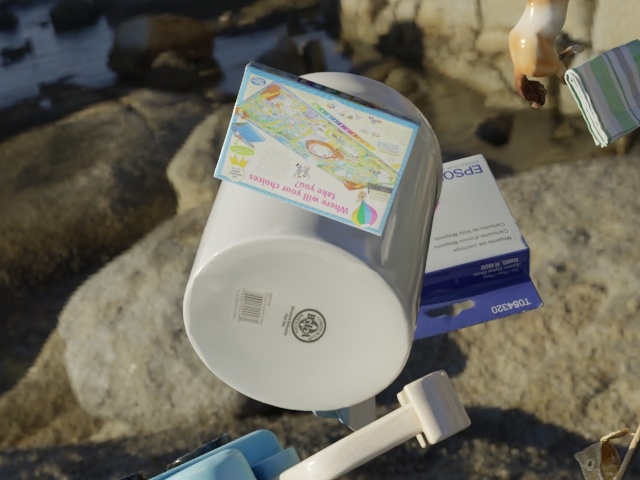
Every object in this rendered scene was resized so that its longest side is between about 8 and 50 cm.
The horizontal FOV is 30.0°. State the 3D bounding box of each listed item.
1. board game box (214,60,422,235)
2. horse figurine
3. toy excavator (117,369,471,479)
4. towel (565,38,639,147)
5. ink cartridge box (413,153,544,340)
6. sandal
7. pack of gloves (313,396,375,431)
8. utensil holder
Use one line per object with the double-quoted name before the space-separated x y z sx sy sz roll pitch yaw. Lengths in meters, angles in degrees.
"board game box" -0.003 -0.078 1.015 0.154 0.103 0.026 20 19 2
"horse figurine" 0.313 -0.295 1.606 0.174 0.263 0.066 -2 26 -34
"toy excavator" -0.062 0.335 1.555 0.432 0.222 0.445 -21 -11 -29
"towel" 0.402 -0.201 1.593 0.152 0.113 0.023 -27 2 -31
"ink cartridge box" 0.197 0.012 2.146 0.324 0.071 0.330 -14 52 -9
"sandal" 0.394 0.333 1.696 0.079 0.240 0.088 23 19 23
"pack of gloves" 0.022 0.202 1.904 0.046 0.195 0.232 -7 -24 27
"utensil holder" 0.000 0.000 1.675 0.327 0.328 0.385 -7 36 15
